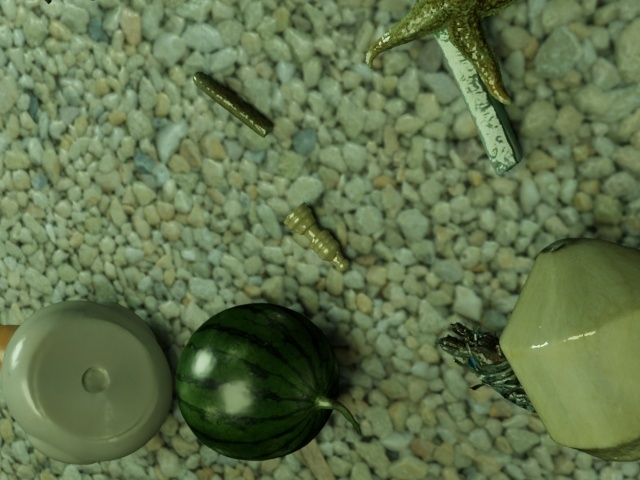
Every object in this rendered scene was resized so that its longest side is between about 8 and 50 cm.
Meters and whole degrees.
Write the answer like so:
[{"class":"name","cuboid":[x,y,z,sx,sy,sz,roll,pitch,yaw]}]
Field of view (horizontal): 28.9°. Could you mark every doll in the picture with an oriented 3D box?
[{"class":"doll","cuboid":[-0.321,0.181,1.624,0.251,0.221,0.221,27,123,-13]}]

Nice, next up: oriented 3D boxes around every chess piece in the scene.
[{"class":"chess piece","cuboid":[0.000,0.000,1.452,0.092,0.035,0.035,47,123,3]}]

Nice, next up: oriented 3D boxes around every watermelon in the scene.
[{"class":"watermelon","cuboid":[-0.065,0.167,1.451,0.214,0.188,0.188,15,115,39]}]

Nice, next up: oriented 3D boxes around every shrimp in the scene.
[{"class":"shrimp","cuboid":[0.205,0.151,1.363,0.174,0.082,0.076,27,114,10]}]

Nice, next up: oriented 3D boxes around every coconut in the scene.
[{"class":"coconut","cuboid":[0.284,0.098,1.230,0.202,0.202,0.222,-19,101,33]}]

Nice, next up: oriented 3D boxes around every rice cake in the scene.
[{"class":"rice cake","cuboid":[0.155,-0.169,1.295,0.034,0.043,0.211,-24,94,22]}]

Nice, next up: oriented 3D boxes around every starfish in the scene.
[{"class":"starfish","cuboid":[0.141,-0.234,1.247,0.223,0.050,0.217,-31,100,16]}]

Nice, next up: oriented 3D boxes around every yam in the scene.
[{"class":"yam","cuboid":[-0.104,-0.160,1.458,0.116,0.021,0.021,38,122,13]}]

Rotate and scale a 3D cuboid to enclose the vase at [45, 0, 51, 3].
[{"class":"vase","cuboid":[-0.126,-0.413,1.264,0.445,0.250,0.250,-17,99,30]}]
